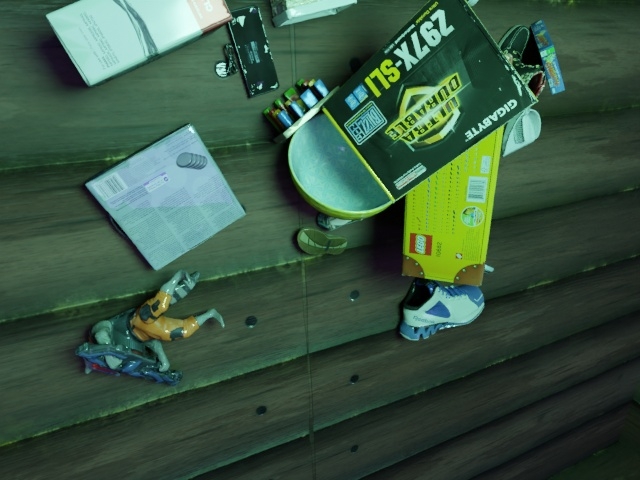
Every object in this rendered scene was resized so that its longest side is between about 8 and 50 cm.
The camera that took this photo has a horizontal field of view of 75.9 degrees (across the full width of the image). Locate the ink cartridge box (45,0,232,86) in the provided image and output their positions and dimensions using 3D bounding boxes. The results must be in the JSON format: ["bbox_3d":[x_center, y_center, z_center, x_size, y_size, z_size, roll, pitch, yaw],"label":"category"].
[{"bbox_3d":[-0.323,-0.392,0.749,0.273,0.197,0.114,-32,118,-11],"label":"ink cartridge box"}]

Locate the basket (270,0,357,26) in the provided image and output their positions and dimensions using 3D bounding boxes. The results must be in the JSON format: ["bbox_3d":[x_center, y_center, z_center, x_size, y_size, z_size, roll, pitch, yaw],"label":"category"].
[{"bbox_3d":[-0.023,-0.539,0.883,0.167,0.113,0.103,-22,114,-16],"label":"basket"}]

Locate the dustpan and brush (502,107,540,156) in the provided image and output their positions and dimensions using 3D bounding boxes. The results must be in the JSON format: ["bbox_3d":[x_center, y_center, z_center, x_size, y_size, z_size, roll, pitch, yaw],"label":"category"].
[{"bbox_3d":[0.635,-0.379,1.282,0.147,0.060,0.211,-27,119,-13],"label":"dustpan and brush"}]

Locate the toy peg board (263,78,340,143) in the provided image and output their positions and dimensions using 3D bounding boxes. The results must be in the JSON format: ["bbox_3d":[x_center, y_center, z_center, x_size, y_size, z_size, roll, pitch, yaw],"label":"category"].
[{"bbox_3d":[-0.055,-0.309,0.940,0.161,0.160,0.079,-42,106,-4],"label":"toy peg board"}]

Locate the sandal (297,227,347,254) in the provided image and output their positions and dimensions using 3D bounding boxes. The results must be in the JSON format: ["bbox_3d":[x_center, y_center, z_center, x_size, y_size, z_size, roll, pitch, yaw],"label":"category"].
[{"bbox_3d":[0.000,0.000,1.149,0.180,0.049,0.072,9,112,-43],"label":"sandal"}]

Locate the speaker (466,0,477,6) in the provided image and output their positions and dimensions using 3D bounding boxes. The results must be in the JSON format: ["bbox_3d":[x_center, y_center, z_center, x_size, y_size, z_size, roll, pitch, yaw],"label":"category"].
[{"bbox_3d":[0.343,-0.645,1.043,0.136,0.055,0.055,5,108,-27],"label":"speaker"}]

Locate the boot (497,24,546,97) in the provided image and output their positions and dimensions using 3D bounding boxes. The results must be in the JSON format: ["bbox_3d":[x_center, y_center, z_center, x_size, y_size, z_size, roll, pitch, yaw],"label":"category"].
[{"bbox_3d":[0.556,-0.480,1.134,0.085,0.178,0.236,22,101,-29],"label":"boot"}]

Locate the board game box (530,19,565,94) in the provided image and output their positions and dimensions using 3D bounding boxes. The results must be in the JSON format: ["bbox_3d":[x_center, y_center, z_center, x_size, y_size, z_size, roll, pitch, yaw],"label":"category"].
[{"bbox_3d":[0.645,-0.524,1.166,0.035,0.201,0.136,-17,127,32],"label":"board game box"}]

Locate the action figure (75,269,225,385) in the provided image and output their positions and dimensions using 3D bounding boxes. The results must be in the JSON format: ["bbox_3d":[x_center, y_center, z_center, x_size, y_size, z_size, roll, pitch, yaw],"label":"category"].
[{"bbox_3d":[-0.415,0.231,1.015,0.330,0.178,0.341,-27,146,-6],"label":"action figure"}]

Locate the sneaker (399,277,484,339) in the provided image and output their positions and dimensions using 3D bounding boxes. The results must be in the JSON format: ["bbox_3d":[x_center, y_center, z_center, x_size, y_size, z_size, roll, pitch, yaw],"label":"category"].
[{"bbox_3d":[0.402,0.195,1.364,0.315,0.127,0.182,-20,119,-15],"label":"sneaker"}]

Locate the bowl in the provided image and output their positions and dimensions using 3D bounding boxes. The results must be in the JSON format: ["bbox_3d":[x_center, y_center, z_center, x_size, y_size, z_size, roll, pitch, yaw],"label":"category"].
[{"bbox_3d":[0.059,-0.161,1.025,0.289,0.289,0.156,-21,160,-16],"label":"bowl"}]

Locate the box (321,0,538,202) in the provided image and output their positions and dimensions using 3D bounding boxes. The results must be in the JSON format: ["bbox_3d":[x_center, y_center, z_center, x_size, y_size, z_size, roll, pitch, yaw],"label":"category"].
[{"bbox_3d":[0.199,-0.269,0.804,0.322,0.079,0.257,-35,92,32],"label":"box"}]

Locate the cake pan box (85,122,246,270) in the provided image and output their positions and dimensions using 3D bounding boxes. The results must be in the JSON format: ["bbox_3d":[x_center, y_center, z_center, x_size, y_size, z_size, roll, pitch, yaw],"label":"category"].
[{"bbox_3d":[-0.344,-0.095,0.936,0.267,0.070,0.246,-35,118,-9],"label":"cake pan box"}]

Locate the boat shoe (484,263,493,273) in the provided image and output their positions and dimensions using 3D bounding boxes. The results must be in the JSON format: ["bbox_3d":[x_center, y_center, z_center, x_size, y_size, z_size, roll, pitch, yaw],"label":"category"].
[{"bbox_3d":[0.511,0.102,1.419,0.183,0.065,0.083,16,104,-22],"label":"boat shoe"}]

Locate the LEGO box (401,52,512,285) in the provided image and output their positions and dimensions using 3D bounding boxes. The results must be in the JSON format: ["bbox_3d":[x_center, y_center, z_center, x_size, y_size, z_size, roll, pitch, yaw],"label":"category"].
[{"bbox_3d":[0.345,-0.196,1.032,0.372,0.193,0.500,-43,136,-58],"label":"LEGO box"}]

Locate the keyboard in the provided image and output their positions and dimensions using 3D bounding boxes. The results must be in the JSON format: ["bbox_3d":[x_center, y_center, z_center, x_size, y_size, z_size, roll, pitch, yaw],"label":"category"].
[{"bbox_3d":[-0.164,-0.416,0.918,0.108,0.023,0.180,-27,118,-21],"label":"keyboard"}]

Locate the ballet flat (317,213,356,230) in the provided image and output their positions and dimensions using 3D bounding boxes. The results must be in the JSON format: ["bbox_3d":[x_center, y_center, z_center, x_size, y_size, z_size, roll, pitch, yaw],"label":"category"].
[{"bbox_3d":[0.084,-0.071,1.147,0.188,0.070,0.070,-22,118,-16],"label":"ballet flat"}]
